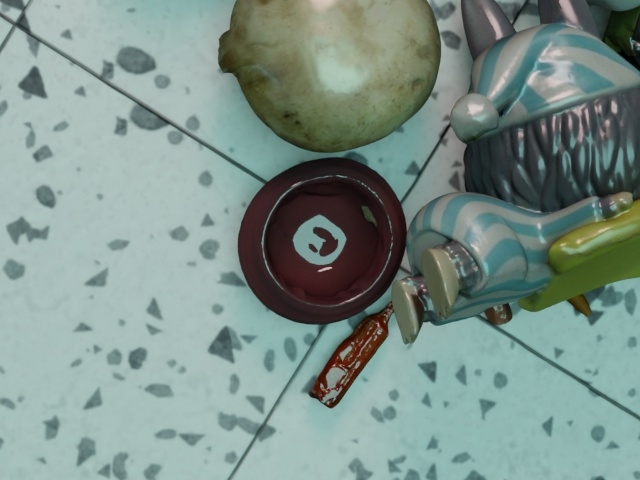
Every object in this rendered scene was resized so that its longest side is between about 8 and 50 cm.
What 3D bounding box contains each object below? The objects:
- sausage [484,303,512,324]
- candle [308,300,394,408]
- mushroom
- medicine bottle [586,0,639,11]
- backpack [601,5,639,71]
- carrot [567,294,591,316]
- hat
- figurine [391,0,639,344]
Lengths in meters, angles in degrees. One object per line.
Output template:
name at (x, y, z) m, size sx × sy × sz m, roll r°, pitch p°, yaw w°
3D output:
sausage at (0.207, 0.033, 1.439) m, size 0.030 × 0.035 × 0.147 m, roll -17°, pitch 95°, yaw -39°
candle at (0.049, 0.136, 1.416) m, size 0.162 × 0.048 × 0.053 m, roll -52°, pitch 129°, yaw -4°
mushroom at (0.010, -0.219, 1.315) m, size 0.255 × 0.184 × 0.255 m, roll 0°, pitch 95°, yaw -5°
medicine bottle at (0.305, -0.344, 1.357) m, size 0.183 × 0.069 × 0.119 m, roll 27°, pitch 97°, yaw 34°
backpack at (0.477, -0.266, 1.405) m, size 0.253 × 0.140 × 0.207 m, roll 20°, pitch 92°, yaw -16°
carrot at (0.287, 0.052, 1.455) m, size 0.142 × 0.035 × 0.035 m, roll 31°, pitch 89°, yaw -14°
hat at (0.000, 0.000, 1.378) m, size 0.205 × 0.089 × 0.205 m, roll -1°, pitch 95°, yaw -14°
figurine at (0.208, -0.112, 1.335) m, size 0.361 × 0.266 × 0.377 m, roll -15°, pitch 71°, yaw -23°
